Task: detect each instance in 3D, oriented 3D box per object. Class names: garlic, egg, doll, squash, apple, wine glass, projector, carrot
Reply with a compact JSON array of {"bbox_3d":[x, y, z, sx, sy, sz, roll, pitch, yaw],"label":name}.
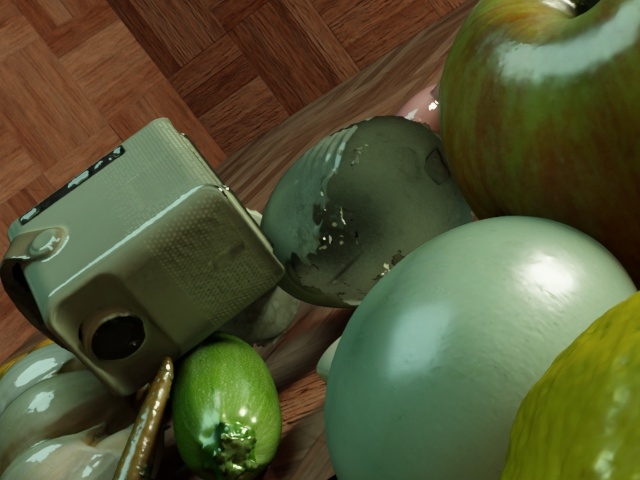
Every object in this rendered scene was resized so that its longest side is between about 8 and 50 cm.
[{"bbox_3d":[-0.254,0.196,1.207,0.203,0.185,0.281,-44,9,4],"label":"garlic"},{"bbox_3d":[0.096,0.077,0.643,0.168,0.168,0.231,-27,14,45],"label":"egg"},{"bbox_3d":[0.122,-0.112,1.391,0.262,0.093,0.211,-28,-33,-63],"label":"doll"},{"bbox_3d":[-0.096,0.153,1.117,0.107,0.107,0.395,-38,10,-4],"label":"squash"},{"bbox_3d":[0.216,-0.079,0.783,0.264,0.264,0.264,-36,11,8],"label":"apple"},{"bbox_3d":[0.000,-0.003,1.247,0.357,0.190,0.190,-23,18,52],"label":"wine glass"},{"bbox_3d":[-0.183,0.022,1.129,0.242,0.163,0.177,-36,38,-3],"label":"projector"},{"bbox_3d":[-0.168,0.215,1.023,0.049,0.049,0.254,-26,41,46],"label":"carrot"}]

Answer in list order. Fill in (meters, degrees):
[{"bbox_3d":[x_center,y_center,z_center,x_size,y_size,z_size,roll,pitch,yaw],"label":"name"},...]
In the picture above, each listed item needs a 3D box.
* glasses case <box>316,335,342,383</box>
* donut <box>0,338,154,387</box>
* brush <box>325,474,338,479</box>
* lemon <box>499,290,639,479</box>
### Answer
[{"bbox_3d":[0.051,0.105,0.980,0.081,0.051,0.204,-40,11,-9],"label":"glasses case"},{"bbox_3d":[-0.293,0.170,1.499,0.299,0.150,0.317,-34,4,-5],"label":"donut"},{"bbox_3d":[-0.033,0.212,0.837,0.299,0.042,0.039,-35,50,16],"label":"brush"},{"bbox_3d":[0.152,0.093,0.341,0.192,0.192,0.231,-41,5,-19],"label":"lemon"}]
